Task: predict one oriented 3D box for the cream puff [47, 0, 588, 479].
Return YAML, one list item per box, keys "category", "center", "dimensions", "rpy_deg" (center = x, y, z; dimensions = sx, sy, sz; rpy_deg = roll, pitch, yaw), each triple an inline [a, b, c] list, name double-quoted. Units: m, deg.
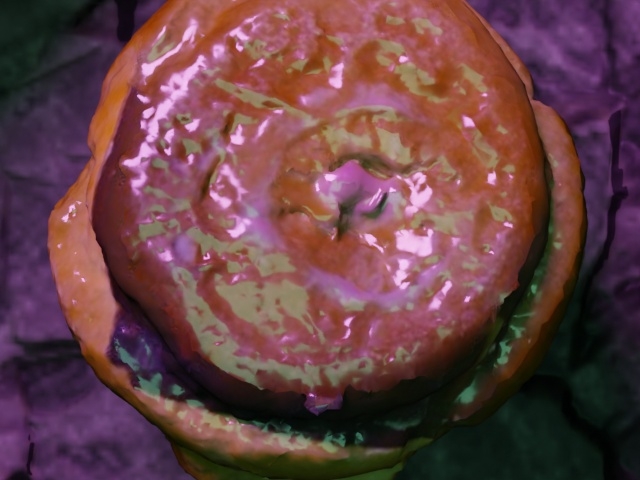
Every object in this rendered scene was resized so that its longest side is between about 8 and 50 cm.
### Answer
- category: "cream puff"
  center: [0.000, 0.000, 0.481]
  dimensions: [0.189, 0.129, 0.189]
  rpy_deg: [1, 79, -5]
